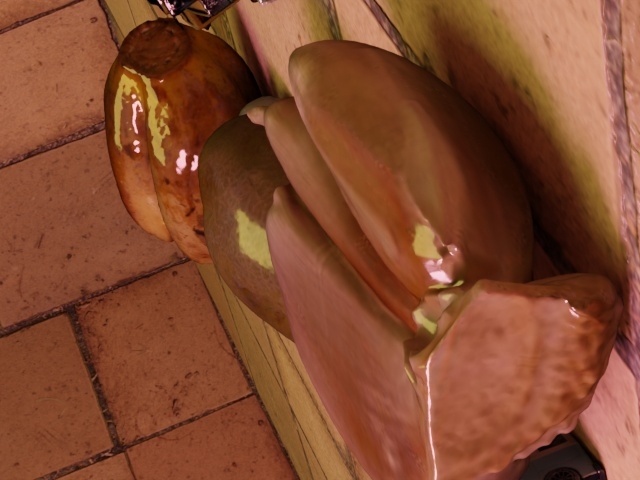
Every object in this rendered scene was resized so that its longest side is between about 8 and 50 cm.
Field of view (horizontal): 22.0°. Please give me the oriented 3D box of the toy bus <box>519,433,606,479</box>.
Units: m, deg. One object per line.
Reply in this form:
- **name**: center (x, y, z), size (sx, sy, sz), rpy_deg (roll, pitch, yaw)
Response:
- **toy bus**: center (0.116, 0.169, 1.048), size (0.075, 0.123, 0.060), rpy_deg (-118, 9, -57)

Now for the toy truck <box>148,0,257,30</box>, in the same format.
- **toy truck**: center (-0.121, -0.261, 1.498), size (0.127, 0.127, 0.257), rpy_deg (55, 177, -24)

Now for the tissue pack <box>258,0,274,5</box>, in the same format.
- **tissue pack**: center (-0.058, -0.244, 1.237), size (0.085, 0.079, 0.111), rpy_deg (-122, 12, -52)

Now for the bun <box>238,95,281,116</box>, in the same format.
- **bun**: center (-0.050, -0.072, 1.644), size (0.141, 0.083, 0.141), rpy_deg (160, 90, -85)

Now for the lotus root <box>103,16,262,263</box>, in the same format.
- **lotus root**: center (-0.139, -0.101, 1.766), size (0.193, 0.193, 0.291), rpy_deg (-121, 16, -47)

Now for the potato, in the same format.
- **potato**: center (0.000, 0.000, 1.280), size (0.235, 0.160, 0.178), rpy_deg (54, -163, -3)

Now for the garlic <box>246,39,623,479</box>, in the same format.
- **garlic**: center (0.057, 0.029, 0.973), size (0.325, 0.132, 0.279), rpy_deg (-124, 30, -56)
